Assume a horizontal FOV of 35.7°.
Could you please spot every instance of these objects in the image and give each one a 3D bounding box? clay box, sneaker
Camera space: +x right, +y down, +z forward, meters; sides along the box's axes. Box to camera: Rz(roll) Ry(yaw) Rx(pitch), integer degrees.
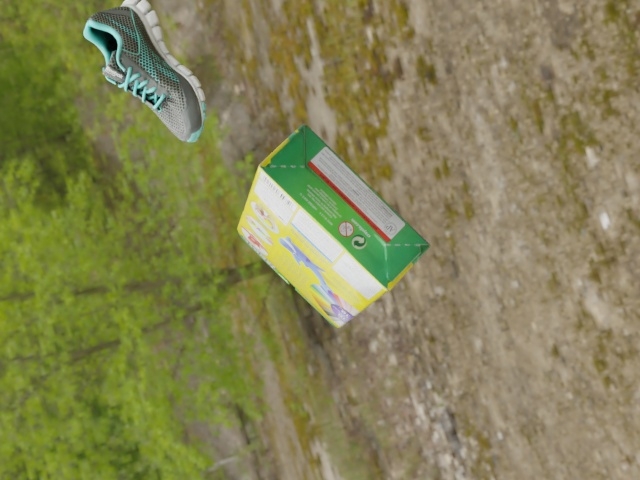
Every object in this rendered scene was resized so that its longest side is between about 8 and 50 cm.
[{"bbox_3d":[0.000,0.000,0.793,0.127,0.053,0.222,44,165,2],"label":"clay box"},{"bbox_3d":[-0.176,-0.161,0.973,0.166,0.076,0.065,56,137,14],"label":"sneaker"}]
